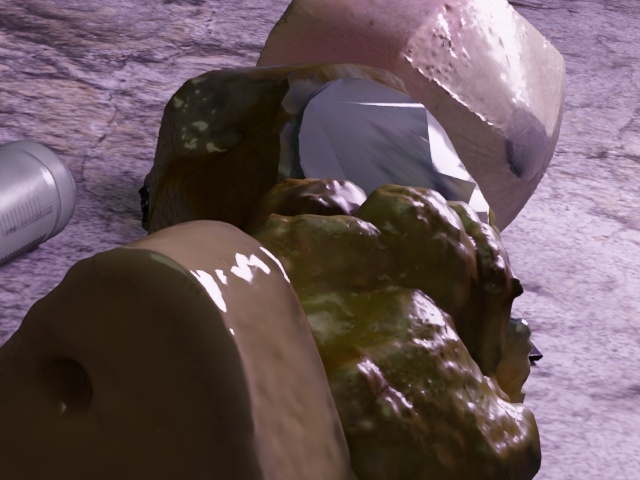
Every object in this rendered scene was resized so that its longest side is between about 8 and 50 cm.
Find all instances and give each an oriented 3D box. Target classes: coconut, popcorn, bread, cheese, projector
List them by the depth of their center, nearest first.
[{"bbox_3d":[-0.135,0.206,1.000,0.383,0.384,0.104,17,18,21],"label":"cheese"},{"bbox_3d":[0.020,0.096,1.102,0.225,0.277,0.276,-6,25,-14],"label":"popcorn"},{"bbox_3d":[-0.002,-0.009,1.402,0.239,0.264,0.395,-11,52,-22],"label":"bread"},{"bbox_3d":[-0.350,-0.001,1.613,0.108,0.108,0.337,16,23,18],"label":"projector"},{"bbox_3d":[0.112,-0.143,1.878,0.297,0.298,0.309,-14,31,-44],"label":"coconut"}]

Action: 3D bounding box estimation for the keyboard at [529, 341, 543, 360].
[{"bbox_3d":[0.155,0.071,1.737,0.067,0.011,0.202,0,23,-16],"label":"keyboard"}]
